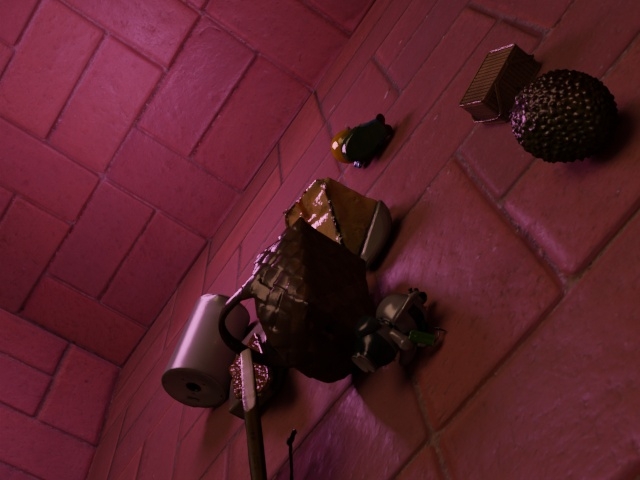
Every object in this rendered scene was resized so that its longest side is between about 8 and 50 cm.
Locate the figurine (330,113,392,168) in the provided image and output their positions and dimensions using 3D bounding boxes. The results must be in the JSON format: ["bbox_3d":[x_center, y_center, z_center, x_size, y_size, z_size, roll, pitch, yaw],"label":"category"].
[{"bbox_3d":[0.123,-0.315,2.168,0.185,0.127,0.234,-45,4,1],"label":"figurine"}]

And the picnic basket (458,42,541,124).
[{"bbox_3d":[0.386,-0.336,1.507,0.164,0.079,0.115,-60,17,-5],"label":"picnic basket"}]

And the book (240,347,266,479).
[{"bbox_3d":[-0.127,0.419,1.375,0.239,0.035,0.352,-116,21,-71],"label":"book"}]

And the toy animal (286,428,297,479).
[{"bbox_3d":[-0.059,0.491,1.362,0.079,0.070,0.253,-43,17,19],"label":"toy animal"}]

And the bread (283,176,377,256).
[{"bbox_3d":[0.000,0.000,1.817,0.263,0.198,0.236,-45,27,57],"label":"bread"}]

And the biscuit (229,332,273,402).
[{"bbox_3d":[-0.173,0.334,1.740,0.131,0.026,0.237,-56,23,10],"label":"biscuit"}]

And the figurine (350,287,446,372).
[{"bbox_3d":[0.138,0.163,1.285,0.192,0.126,0.147,-49,2,-26],"label":"figurine"}]

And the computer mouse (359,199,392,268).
[{"bbox_3d":[0.136,-0.006,1.676,0.089,0.056,0.181,67,-139,-83],"label":"computer mouse"}]

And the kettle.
[{"bbox_3d":[-0.347,0.367,2.231,0.205,0.265,0.318,-12,39,23],"label":"kettle"}]

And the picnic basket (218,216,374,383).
[{"bbox_3d":[-0.061,0.171,1.509,0.337,0.293,0.337,-35,36,31],"label":"picnic basket"}]

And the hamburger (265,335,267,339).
[{"bbox_3d":[-0.058,0.172,1.720,0.156,0.144,0.283,-102,20,-69],"label":"hamburger"}]

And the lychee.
[{"bbox_3d":[0.399,-0.197,1.125,0.171,0.171,0.171,-51,19,24],"label":"lychee"}]

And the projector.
[{"bbox_3d":[-0.158,0.331,1.871,0.193,0.088,0.269,-49,20,25],"label":"projector"}]
